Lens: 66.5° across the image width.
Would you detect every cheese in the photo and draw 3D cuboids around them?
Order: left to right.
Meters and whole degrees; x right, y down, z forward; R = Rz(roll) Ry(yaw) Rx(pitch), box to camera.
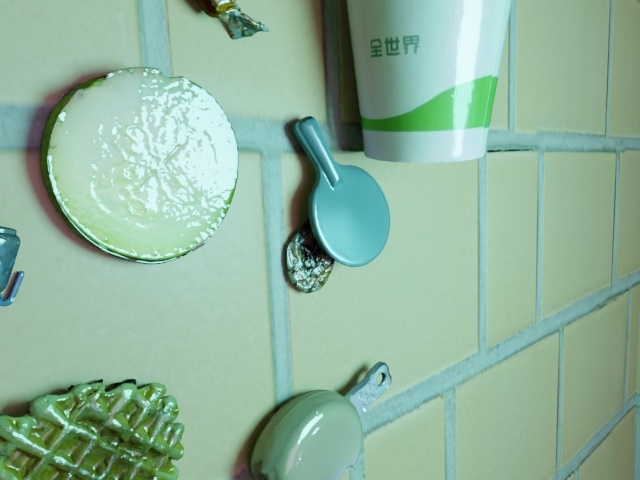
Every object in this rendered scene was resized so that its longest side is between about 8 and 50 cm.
[{"bbox_3d":[0.021,0.289,0.754,0.286,0.082,0.163,-30,114,-37],"label":"cheese"}]

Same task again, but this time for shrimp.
[{"bbox_3d":[0.000,0.000,0.738,0.091,0.034,0.160,38,70,-37],"label":"shrimp"}]

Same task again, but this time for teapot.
[{"bbox_3d":[-0.315,0.025,0.457,0.049,0.063,0.083,15,86,-10],"label":"teapot"}]

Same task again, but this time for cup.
[{"bbox_3d":[0.157,-0.260,0.725,0.253,0.253,0.273,-17,112,-40],"label":"cup"}]

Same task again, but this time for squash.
[{"bbox_3d":[-0.197,-0.083,0.556,0.219,0.041,0.219,-8,103,-38],"label":"squash"}]

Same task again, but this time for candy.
[{"bbox_3d":[-0.137,-0.302,0.574,0.182,0.053,0.046,39,81,-37],"label":"candy"}]

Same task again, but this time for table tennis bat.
[{"bbox_3d":[0.026,-0.072,0.726,0.149,0.038,0.237,-39,108,-31],"label":"table tennis bat"}]

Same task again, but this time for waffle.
[{"bbox_3d":[-0.245,0.253,0.529,0.214,0.054,0.207,-5,94,-47],"label":"waffle"}]
